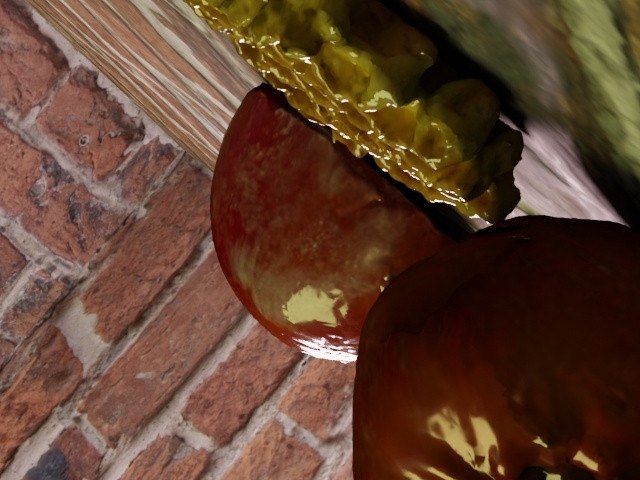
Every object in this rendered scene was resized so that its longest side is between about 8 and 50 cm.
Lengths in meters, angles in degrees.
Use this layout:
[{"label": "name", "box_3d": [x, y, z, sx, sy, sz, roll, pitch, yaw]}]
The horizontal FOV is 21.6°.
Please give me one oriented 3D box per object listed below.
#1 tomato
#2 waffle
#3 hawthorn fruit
[{"label": "tomato", "box_3d": [-0.001, 0.006, 1.458, 0.309, 0.170, 0.309, 39, 176, 3]}, {"label": "waffle", "box_3d": [0.022, -0.085, 0.866, 0.160, 0.055, 0.211, 41, 178, -33]}, {"label": "hawthorn fruit", "box_3d": [0.125, 0.086, 0.874, 0.211, 0.211, 0.299, 40, -169, 7]}]
